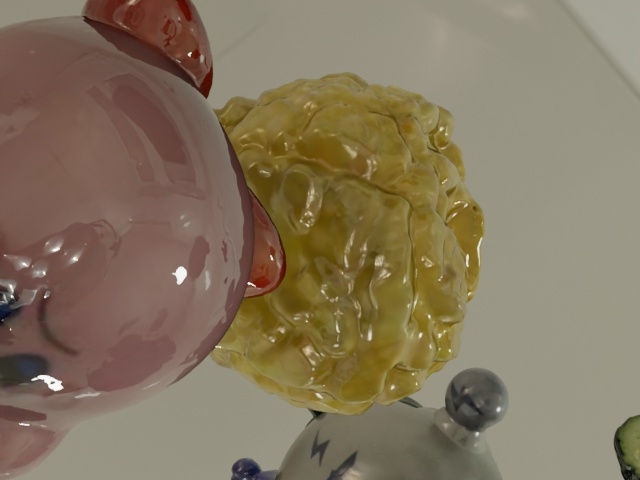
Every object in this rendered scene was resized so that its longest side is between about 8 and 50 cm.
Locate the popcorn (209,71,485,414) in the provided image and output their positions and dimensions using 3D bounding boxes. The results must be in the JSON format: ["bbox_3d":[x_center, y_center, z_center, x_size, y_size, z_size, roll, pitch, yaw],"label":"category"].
[{"bbox_3d":[0.000,0.000,0.813,0.180,0.180,0.170,-37,-152,1],"label":"popcorn"}]

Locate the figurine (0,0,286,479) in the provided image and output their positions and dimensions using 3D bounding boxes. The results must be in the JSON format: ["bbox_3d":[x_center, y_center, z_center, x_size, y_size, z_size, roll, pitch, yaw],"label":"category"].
[{"bbox_3d":[-0.111,-0.006,0.657,0.173,0.173,0.173,-34,165,-10],"label":"figurine"}]

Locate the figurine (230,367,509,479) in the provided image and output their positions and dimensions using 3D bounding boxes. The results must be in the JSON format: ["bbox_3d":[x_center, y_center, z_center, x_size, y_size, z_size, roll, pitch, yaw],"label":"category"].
[{"bbox_3d":[0.108,0.231,1.206,0.186,0.382,0.261,27,84,-48],"label":"figurine"}]

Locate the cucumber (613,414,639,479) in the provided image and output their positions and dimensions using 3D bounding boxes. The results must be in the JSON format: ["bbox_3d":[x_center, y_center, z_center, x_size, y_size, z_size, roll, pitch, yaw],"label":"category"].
[{"bbox_3d":[0.213,0.146,0.969,0.058,0.058,0.187,-37,156,0],"label":"cucumber"}]
